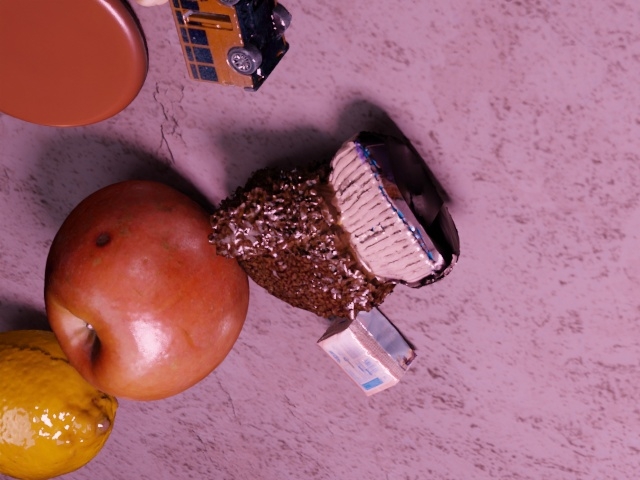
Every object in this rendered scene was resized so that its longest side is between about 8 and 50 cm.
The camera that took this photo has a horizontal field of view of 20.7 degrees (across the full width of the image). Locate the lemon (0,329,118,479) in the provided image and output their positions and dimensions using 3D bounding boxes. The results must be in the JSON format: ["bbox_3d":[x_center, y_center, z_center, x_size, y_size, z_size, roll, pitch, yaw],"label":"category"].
[{"bbox_3d":[-0.385,0.217,2.338,0.260,0.204,0.204,11,134,32],"label":"lemon"}]

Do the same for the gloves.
[{"bbox_3d":[0.000,-0.007,1.906,0.210,0.135,0.312,41,143,-16],"label":"gloves"}]

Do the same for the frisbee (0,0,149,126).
[{"bbox_3d":[-0.315,-0.218,1.957,0.251,0.021,0.251,8,138,7],"label":"frisbee"}]

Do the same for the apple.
[{"bbox_3d":[-0.211,0.062,2.042,0.253,0.253,0.253,19,137,19],"label":"apple"}]

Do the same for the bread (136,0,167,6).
[{"bbox_3d":[-0.145,-0.324,1.681,0.053,0.214,0.073,11,169,-32],"label":"bread"}]

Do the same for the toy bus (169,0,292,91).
[{"bbox_3d":[-0.101,-0.252,1.777,0.103,0.091,0.182,11,135,26],"label":"toy bus"}]

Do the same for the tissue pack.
[{"bbox_3d":[0.056,0.129,2.054,0.094,0.059,0.074,47,141,-12],"label":"tissue pack"}]
